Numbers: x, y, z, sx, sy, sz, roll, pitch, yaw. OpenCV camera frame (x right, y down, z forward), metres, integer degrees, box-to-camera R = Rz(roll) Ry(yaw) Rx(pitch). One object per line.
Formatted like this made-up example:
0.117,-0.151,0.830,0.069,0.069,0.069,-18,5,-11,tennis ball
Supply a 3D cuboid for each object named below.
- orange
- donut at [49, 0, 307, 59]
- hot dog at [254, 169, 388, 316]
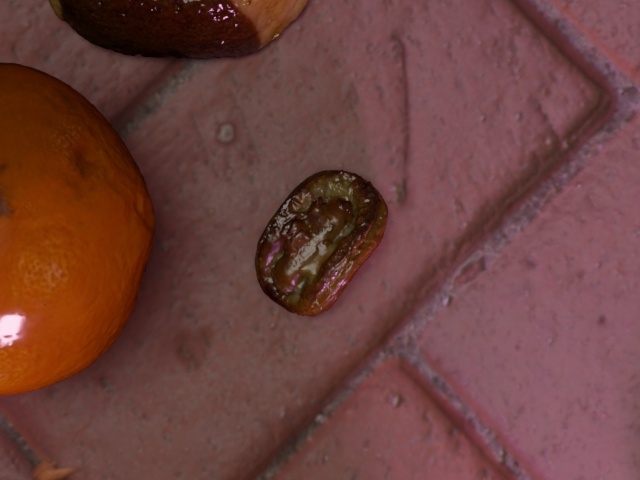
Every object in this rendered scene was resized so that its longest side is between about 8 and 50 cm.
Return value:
-0.297,-0.008,1.483,0.312,0.312,0.312,-1,85,6,orange
-0.114,-0.251,1.581,0.295,0.112,0.151,-27,80,4,donut
0.002,0.001,1.570,0.099,0.065,0.147,39,91,17,hot dog
